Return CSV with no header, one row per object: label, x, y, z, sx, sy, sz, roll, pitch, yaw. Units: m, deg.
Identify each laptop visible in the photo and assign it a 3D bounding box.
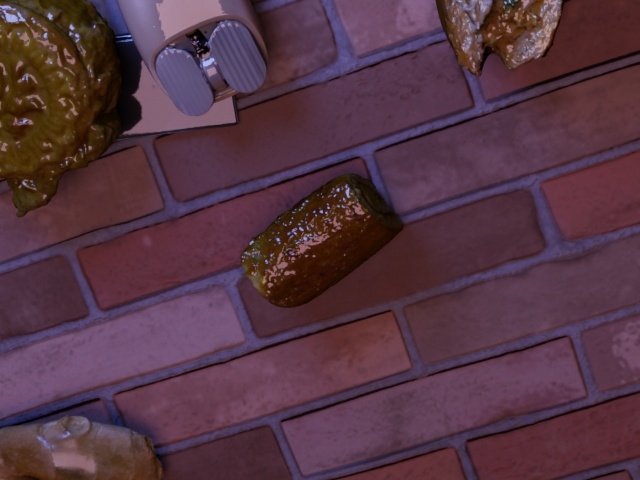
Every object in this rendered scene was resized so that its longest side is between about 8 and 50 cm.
laptop,-0.195,-0.191,1.568,0.180,0.016,0.129,-6,106,8

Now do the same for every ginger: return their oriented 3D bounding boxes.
ginger,-0.430,0.305,1.686,0.348,0.122,0.363,41,116,-16

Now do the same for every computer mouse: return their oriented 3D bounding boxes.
computer mouse,-0.154,-0.266,1.497,0.145,0.082,0.236,-22,96,8

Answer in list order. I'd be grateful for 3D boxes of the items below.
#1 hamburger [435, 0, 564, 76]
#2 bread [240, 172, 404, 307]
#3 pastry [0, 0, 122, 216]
hamburger,0.191,-0.325,1.421,0.144,0.156,0.282,6,109,-16
bread,0.000,0.000,1.555,0.172,0.132,0.103,-36,77,16
pastry,-0.340,-0.187,1.525,0.240,0.132,0.235,-38,105,27
